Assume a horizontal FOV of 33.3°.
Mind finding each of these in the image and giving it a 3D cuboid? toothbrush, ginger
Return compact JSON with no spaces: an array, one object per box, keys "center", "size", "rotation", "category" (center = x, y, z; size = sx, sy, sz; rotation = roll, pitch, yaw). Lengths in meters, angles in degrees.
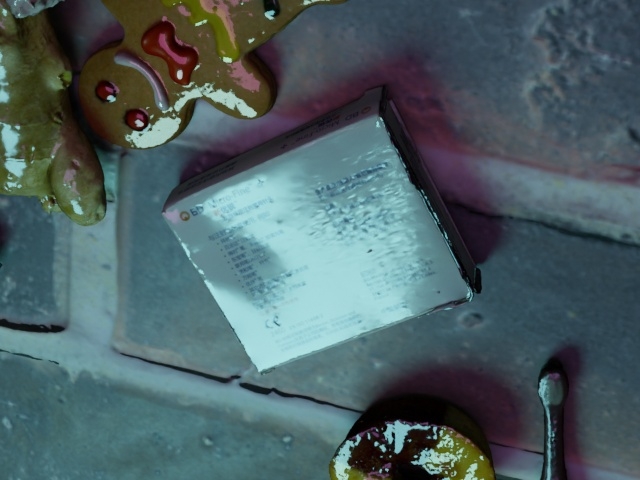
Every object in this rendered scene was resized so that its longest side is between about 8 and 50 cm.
[{"center":[0.202,0.265,0.924],"size":[0.041,0.041,0.364],"rotation":[-2,115,12],"category":"toothbrush"},{"center":[-0.232,-0.104,0.811],"size":[0.115,0.081,0.205],"rotation":[13,125,42],"category":"ginger"}]

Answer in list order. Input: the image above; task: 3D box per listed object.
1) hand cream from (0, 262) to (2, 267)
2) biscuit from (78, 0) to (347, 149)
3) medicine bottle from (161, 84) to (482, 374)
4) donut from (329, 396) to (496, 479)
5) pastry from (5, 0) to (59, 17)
[{"center":[-0.373,-0.051,0.886],"size":[0.256,0.055,0.088],"rotation":[44,112,-3],"category":"hand cream"},{"center":[-0.090,-0.158,0.778],"size":[0.165,0.036,0.250],"rotation":[43,116,-9],"category":"biscuit"},{"center":[0.000,0.000,0.827],"size":[0.201,0.052,0.171],"rotation":[-23,109,22],"category":"medicine bottle"},{"center":[0.079,0.194,0.902],"size":[0.140,0.059,0.140],"rotation":[5,117,10],"category":"donut"},{"center":[-0.215,-0.289,0.699],"size":[0.112,0.103,0.265],"rotation":[-25,106,15],"category":"pastry"}]
